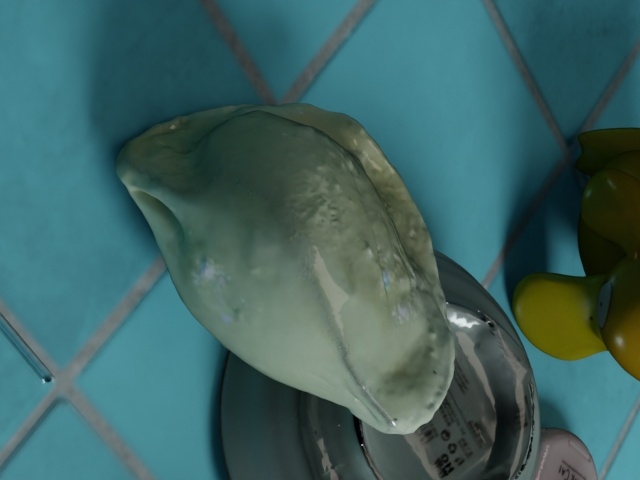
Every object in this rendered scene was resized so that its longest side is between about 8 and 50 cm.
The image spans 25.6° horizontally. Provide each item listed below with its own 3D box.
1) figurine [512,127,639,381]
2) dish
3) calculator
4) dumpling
[{"bbox_3d":[0.275,0.020,1.149,0.228,0.215,0.215,-51,124,-36],"label":"figurine"},{"bbox_3d":[0.066,0.117,0.954,0.260,0.085,0.260,7,76,-30],"label":"dish"},{"bbox_3d":[0.181,0.240,1.169,0.100,0.032,0.175,40,63,-39],"label":"calculator"},{"bbox_3d":[0.000,0.000,0.883,0.252,0.131,0.179,43,42,9],"label":"dumpling"}]
